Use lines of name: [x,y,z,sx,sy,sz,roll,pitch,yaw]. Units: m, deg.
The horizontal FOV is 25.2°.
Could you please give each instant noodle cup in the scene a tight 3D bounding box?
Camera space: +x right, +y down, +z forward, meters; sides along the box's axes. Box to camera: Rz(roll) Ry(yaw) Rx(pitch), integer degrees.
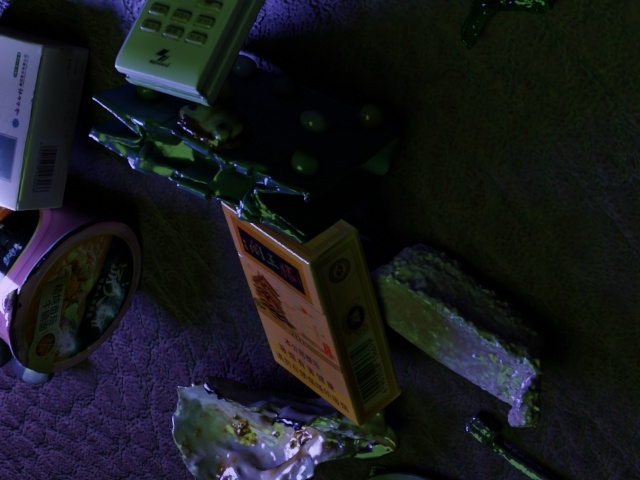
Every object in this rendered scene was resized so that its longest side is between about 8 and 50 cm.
instant noodle cup: [-0.408,0.020,1.922,0.255,0.244,0.244,30,134,26]

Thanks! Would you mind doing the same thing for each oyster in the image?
oyster: [-0.057,0.247,1.874,0.337,0.133,0.197,-16,108,40]

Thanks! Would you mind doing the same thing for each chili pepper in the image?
chili pepper: [0.177,-0.234,1.424,0.118,0.035,0.055,-21,89,40]

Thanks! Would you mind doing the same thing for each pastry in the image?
pastry: [0.168,0.102,1.624,0.265,0.112,0.103,44,148,20]

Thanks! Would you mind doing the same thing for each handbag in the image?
handbag: [-0.065,-0.118,1.525,0.269,0.274,0.100,27,114,18]

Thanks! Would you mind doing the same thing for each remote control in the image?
remote control: [-0.102,-0.275,1.447,0.103,0.277,0.055,18,166,25]

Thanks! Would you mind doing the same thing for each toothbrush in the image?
toothbrush: [0.297,0.308,1.728,0.297,0.030,0.030,39,125,8]

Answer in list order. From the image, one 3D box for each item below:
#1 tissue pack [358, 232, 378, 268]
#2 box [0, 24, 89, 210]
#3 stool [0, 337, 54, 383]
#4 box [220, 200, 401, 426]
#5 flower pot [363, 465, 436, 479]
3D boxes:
tissue pack: [0.000,0.000,1.730,0.138,0.028,0.085,30,133,12]
box: [-0.400,-0.160,1.807,0.168,0.095,0.212,18,103,29]
stool: [-0.499,0.132,2.113,0.228,0.139,0.153,20,132,28]
box: [-0.009,0.069,1.679,0.174,0.076,0.274,33,150,42]
flower pot: [0.097,0.477,1.833,0.290,0.259,0.290,18,129,24]
